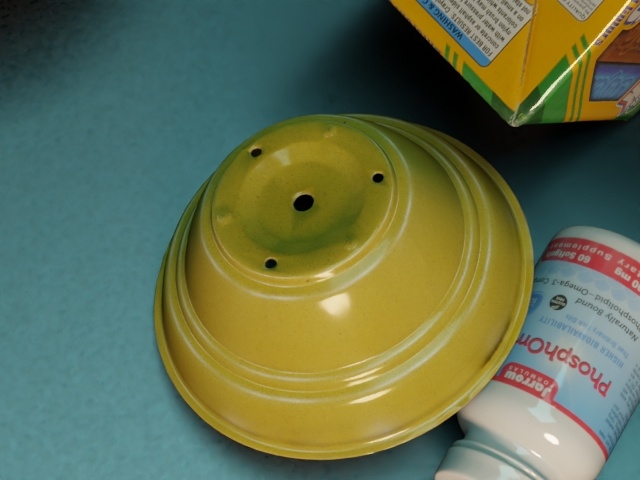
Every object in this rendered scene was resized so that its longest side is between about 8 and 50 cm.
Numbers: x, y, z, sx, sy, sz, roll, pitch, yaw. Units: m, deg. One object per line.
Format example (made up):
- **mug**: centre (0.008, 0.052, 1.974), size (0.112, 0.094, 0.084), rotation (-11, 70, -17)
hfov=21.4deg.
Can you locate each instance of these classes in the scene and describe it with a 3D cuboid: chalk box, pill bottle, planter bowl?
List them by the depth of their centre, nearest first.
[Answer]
- **planter bowl**: centre (0.000, 0.000, 0.904), size (0.217, 0.090, 0.217), rotation (-8, 58, 12)
- **pill bottle**: centre (0.129, 0.078, 0.921), size (0.087, 0.087, 0.160), rotation (30, 70, 7)
- **chalk box**: centre (0.151, -0.187, 0.950), size (0.180, 0.289, 0.179), rotation (47, 110, 15)
